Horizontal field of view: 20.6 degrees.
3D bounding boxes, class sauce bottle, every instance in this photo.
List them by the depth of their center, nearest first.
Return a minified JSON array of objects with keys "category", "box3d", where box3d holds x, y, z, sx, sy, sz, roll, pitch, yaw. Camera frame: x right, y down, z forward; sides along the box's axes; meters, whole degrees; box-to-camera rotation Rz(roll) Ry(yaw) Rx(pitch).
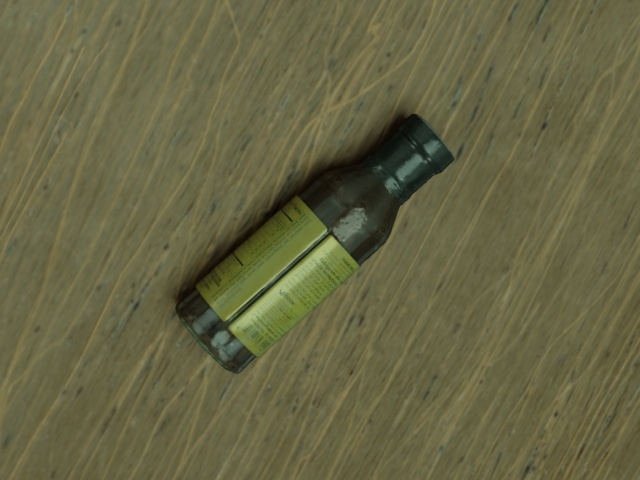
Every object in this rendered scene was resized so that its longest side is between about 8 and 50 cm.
[{"category":"sauce bottle","box3d":[0.000,0.000,1.940,0.344,0.111,0.111,-40,118,0]}]
